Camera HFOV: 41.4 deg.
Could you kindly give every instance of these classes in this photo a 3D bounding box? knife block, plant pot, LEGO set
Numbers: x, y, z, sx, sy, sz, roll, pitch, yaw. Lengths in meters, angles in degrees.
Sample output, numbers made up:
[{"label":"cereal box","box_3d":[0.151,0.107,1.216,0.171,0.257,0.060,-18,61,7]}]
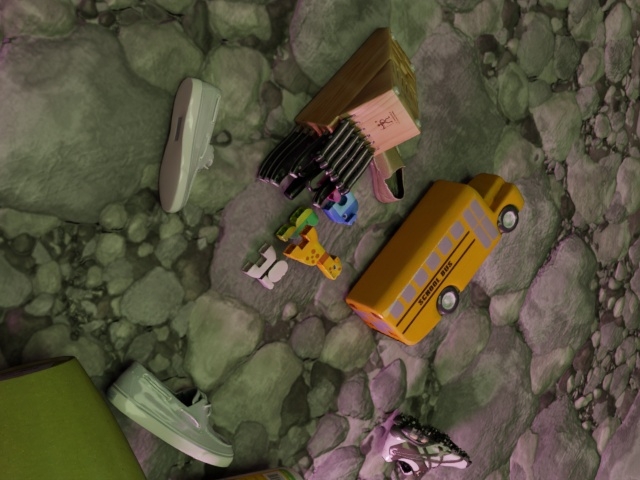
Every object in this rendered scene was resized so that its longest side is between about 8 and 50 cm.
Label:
[{"label":"knife block","box_3d":[0.024,-0.177,1.275,0.088,0.242,0.276,52,26,-33]},{"label":"plant pot","box_3d":[-0.337,0.300,1.035,0.274,0.274,0.294,-14,92,-32]},{"label":"LEGO set","box_3d":[0.000,0.000,1.285,0.227,0.087,0.093,-48,123,-15]}]

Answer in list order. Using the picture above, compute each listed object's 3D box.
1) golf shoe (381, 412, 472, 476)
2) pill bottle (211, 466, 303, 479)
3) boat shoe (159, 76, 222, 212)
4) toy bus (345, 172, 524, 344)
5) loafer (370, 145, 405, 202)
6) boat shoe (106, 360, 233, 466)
[{"label":"golf shoe","box_3d":[0.186,0.382,1.523,0.198,0.077,0.094,31,93,-29]},{"label":"pill bottle","box_3d":[-0.142,0.422,1.251,0.245,0.136,0.136,-1,101,-35]},{"label":"boat shoe","box_3d":[-0.173,-0.126,1.152,0.063,0.066,0.184,10,85,-36]},{"label":"toy bus","box_3d":[0.196,0.015,1.415,0.333,0.108,0.130,-51,123,-14]},{"label":"loafer","box_3d":[0.108,-0.126,1.350,0.056,0.050,0.148,-34,123,-28]},{"label":"boat shoe","box_3d":[-0.196,0.247,1.208,0.227,0.079,0.081,41,81,-31]}]
